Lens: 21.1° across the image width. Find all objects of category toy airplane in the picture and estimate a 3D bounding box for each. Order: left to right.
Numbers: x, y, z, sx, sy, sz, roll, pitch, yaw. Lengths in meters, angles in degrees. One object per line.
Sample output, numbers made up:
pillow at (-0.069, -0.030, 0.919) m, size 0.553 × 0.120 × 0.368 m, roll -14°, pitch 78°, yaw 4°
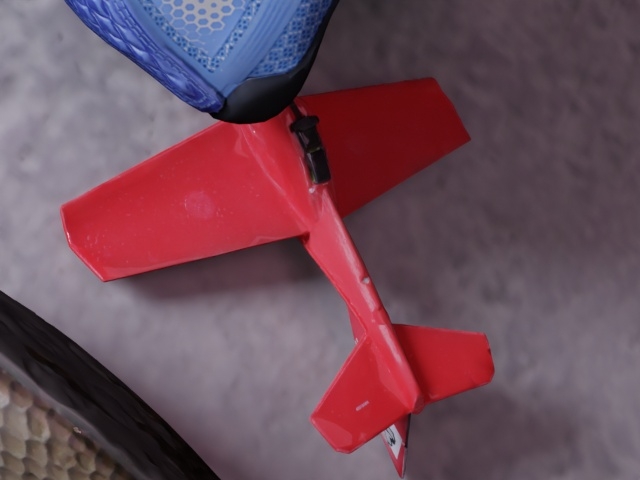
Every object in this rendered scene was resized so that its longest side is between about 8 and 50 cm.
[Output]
toy airplane at (0.000, 0.000, 0.509) m, size 0.151 × 0.028 × 0.151 m, roll 10°, pitch 71°, yaw -30°

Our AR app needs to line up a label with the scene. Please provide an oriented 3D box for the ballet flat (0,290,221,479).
ballet flat at (-0.040, 0.087, 0.436) m, size 0.058 × 0.084 × 0.250 m, roll -46°, pitch 109°, yaw 2°

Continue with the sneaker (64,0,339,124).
sneaker at (0.041, -0.157, 0.522) m, size 0.330 × 0.129 × 0.147 m, roll -46°, pitch 103°, yaw -22°
